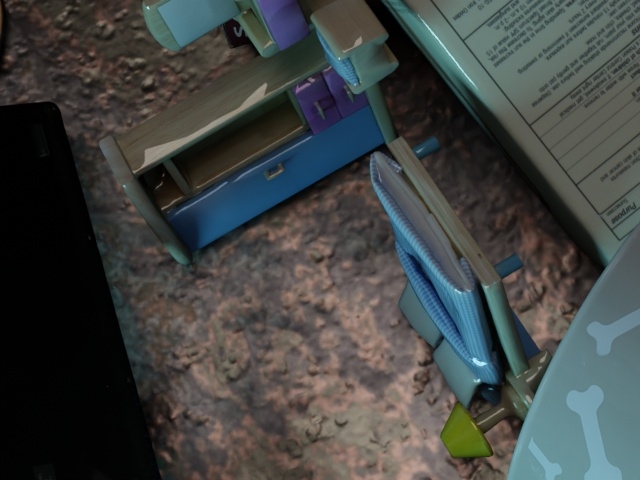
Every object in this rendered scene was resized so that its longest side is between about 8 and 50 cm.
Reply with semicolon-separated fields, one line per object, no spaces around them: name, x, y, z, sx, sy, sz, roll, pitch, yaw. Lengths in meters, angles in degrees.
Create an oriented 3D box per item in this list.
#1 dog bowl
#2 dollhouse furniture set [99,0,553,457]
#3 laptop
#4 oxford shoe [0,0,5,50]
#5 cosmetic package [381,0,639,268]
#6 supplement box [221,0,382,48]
dog bowl;0.238;0.092;0.853;0.102;0.349;0.348;30;80;29
dollhouse furniture set;0.000;0.000;0.933;0.198;0.286;0.303;-31;60;-1
laptop;-0.363;0.134;1.023;0.408;0.236;0.382;-9;62;-21
oxford shoe;-0.317;-0.234;1.160;0.076;0.076;0.212;-16;74;2
cosmetic package;0.163;-0.137;0.958;0.153;0.129;0.296;-38;102;2
supplement box;0.036;-0.222;1.068;0.239;0.130;0.073;-16;106;4
